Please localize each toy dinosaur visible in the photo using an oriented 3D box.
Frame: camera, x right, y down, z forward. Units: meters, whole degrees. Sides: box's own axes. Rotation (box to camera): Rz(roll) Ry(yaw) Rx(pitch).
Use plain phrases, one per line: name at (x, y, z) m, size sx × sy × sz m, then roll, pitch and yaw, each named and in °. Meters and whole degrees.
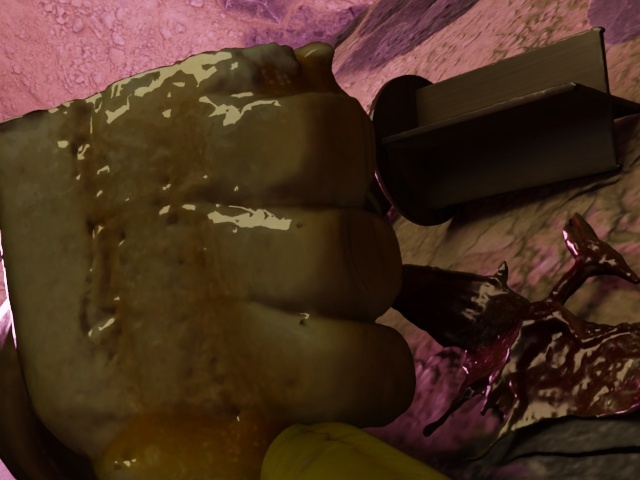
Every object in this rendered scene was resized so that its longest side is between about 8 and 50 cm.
toy dinosaur at (0.135, 0.056, 0.579) m, size 0.206 × 0.113 × 0.327 m, roll -42°, pitch 20°, yaw 12°

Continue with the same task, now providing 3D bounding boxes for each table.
table at (0.184, -0.113, 0.815) m, size 0.226 × 0.167 × 0.167 m, roll -11°, pitch 36°, yaw 45°

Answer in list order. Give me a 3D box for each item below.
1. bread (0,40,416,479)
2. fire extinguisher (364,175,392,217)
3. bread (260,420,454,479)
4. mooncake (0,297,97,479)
bread at (-0.075, 0.041, 0.635) m, size 0.300 × 0.341 × 0.210 m, roll -18°, pitch -8°, yaw 19°
fire extinguisher at (0.000, 0.000, 1.033) m, size 0.341 × 0.105 × 0.141 m, roll -53°, pitch -9°, yaw -26°
bread at (0.086, 0.178, 0.327) m, size 0.112 × 0.166 × 0.383 m, roll -59°, pitch 21°, yaw -11°
mooncake at (-0.173, 0.135, 0.799) m, size 0.155 × 0.284 × 0.284 m, roll -8°, pitch 40°, yaw 55°
